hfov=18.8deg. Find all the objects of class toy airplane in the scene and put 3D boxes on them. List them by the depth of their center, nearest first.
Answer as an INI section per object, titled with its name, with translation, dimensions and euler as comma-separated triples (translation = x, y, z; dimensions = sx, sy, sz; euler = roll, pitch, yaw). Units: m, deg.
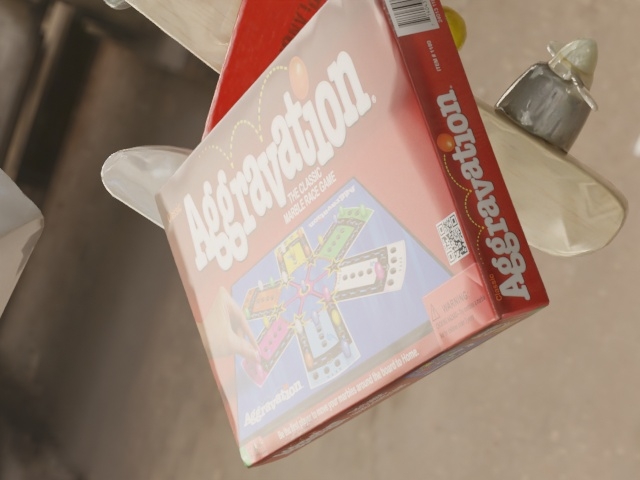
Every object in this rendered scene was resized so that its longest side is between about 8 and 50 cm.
[toy airplane]
translation = 0.007, -0.146, 1.405
dimensions = 0.384, 0.386, 0.272
euler = -10, 24, 33

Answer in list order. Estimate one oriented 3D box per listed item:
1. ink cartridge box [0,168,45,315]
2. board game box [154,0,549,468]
[ink cartridge box]
translation = -0.264, 0.038, 0.592
dimensions = 0.197, 0.270, 0.198
euler = 44, 135, 12
[board game box]
translation = 0.000, 0.000, 0.824
dimensions = 0.281, 0.027, 0.145
euler = -40, 65, 63
